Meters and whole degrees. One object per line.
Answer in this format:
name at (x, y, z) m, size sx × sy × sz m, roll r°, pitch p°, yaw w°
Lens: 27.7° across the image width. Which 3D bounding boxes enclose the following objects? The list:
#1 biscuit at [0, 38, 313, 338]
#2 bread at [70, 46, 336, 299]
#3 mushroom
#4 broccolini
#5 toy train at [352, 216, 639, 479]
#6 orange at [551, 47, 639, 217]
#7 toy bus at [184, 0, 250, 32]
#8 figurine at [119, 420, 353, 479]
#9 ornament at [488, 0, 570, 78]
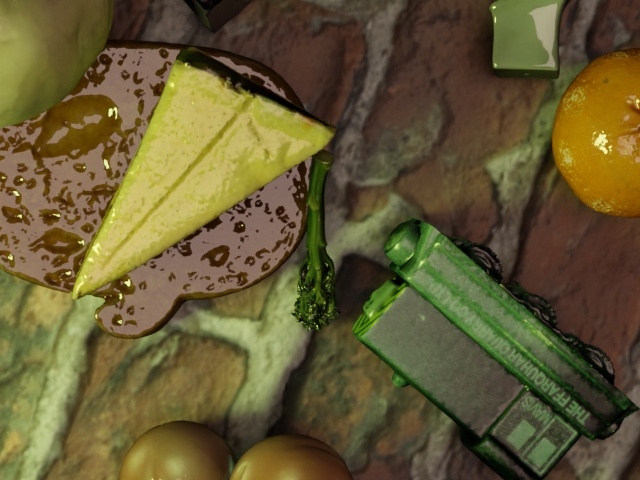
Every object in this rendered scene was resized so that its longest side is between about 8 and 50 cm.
biscuit at (-0.185, -0.052, 1.370) m, size 0.368 × 0.063 × 0.314 m, roll 2°, pitch 95°, yaw -9°
bread at (-0.118, -0.038, 1.272) m, size 0.163 × 0.167 × 0.264 m, roll 25°, pitch 94°, yaw -10°
mushroom at (-0.344, -0.280, 1.186) m, size 0.314 × 0.314 × 0.336 m, roll -8°, pitch 127°, yaw -8°
broccolini at (0.000, 0.000, 1.343) m, size 0.054 × 0.239 × 0.051 m, roll 26°, pitch 47°, yaw 23°
toy train at (0.177, 0.125, 1.399) m, size 0.330 × 0.138 × 0.178 m, roll 40°, pitch 91°, yaw -8°
orange at (0.347, -0.116, 1.398) m, size 0.193 × 0.161 × 0.193 m, roll -1°, pitch 97°, yaw -11°
toy bus at (-0.031, -0.364, 1.359) m, size 0.317 × 0.112 × 0.138 m, roll -42°, pitch 88°, yaw -6°
figurine at (-0.085, 0.393, 1.315) m, size 0.248 × 0.277 × 0.388 m, roll 33°, pitch 65°, yaw -49°
ornament at (0.221, -0.311, 1.395) m, size 0.120 × 0.130 × 0.285 m, roll -10°, pitch 103°, yaw 8°
